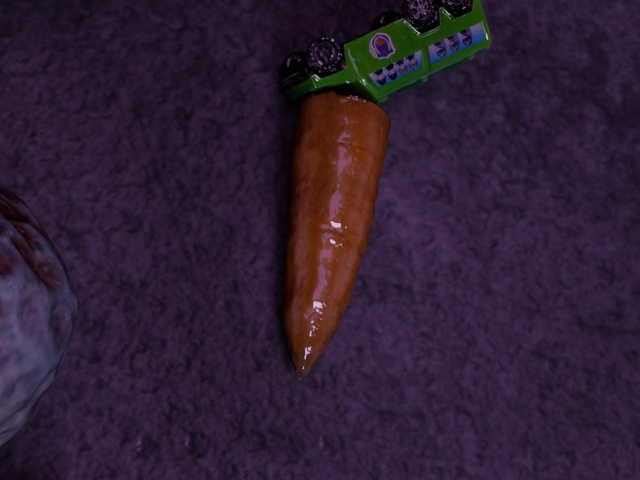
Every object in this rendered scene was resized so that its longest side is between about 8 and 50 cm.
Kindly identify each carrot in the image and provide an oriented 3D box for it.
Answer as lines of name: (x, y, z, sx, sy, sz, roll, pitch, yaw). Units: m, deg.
carrot: (0.000, 0.000, 1.345, 0.072, 0.072, 0.205, 14, 73, -9)

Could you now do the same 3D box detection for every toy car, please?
toy car: (0.048, -0.138, 1.404, 0.165, 0.071, 0.062, -26, 93, -22)

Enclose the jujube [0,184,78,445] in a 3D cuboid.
jujube: (-0.298, 0.024, 1.140, 0.317, 0.226, 0.226, 22, 60, -49)
